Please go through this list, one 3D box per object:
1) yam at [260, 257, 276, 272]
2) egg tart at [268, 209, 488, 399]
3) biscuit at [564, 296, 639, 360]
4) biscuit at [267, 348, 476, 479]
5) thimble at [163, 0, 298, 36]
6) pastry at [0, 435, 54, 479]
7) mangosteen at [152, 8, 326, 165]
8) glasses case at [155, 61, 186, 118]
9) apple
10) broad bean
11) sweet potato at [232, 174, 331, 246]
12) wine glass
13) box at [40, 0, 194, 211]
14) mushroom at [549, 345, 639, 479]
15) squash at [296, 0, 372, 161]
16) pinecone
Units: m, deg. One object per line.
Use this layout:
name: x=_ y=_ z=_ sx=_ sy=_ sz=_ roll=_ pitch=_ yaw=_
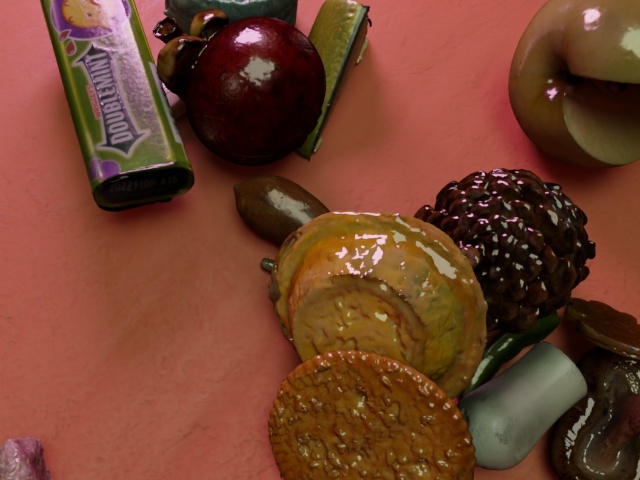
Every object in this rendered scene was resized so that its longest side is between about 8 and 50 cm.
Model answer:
yam: x=-0.030 y=0.051 z=0.883 sx=0.116 sy=0.021 sz=0.021 roll=21 pitch=64 yaw=1
egg tart: x=0.058 y=0.095 z=0.753 sx=0.288 sy=0.288 sz=0.118 roll=39 pitch=27 yaw=8
biscuit: x=0.409 y=0.125 z=0.866 sx=0.124 sy=0.175 sz=0.026 roll=10 pitch=106 yaw=-5
biscuit: x=0.053 y=0.242 z=0.712 sx=0.254 sy=0.254 sz=0.035 roll=38 pitch=24 yaw=8
thimble: x=-0.144 y=-0.395 z=1.001 sx=0.235 sy=0.143 sz=0.198 roll=-29 pitch=73 yaw=-19
pastry: x=-0.297 y=0.346 z=0.658 sx=0.112 sy=0.103 sz=0.265 roll=-34 pitch=73 yaw=-15
mangosteen: x=-0.120 y=-0.224 z=0.875 sx=0.257 sy=0.215 sz=0.215 roll=28 pitch=62 yaw=-17
glasses case: x=-0.247 y=-0.223 z=0.953 sx=0.083 sy=0.050 sz=0.196 roll=43 pitch=66 yaw=8
apple: x=0.450 y=-0.259 z=0.969 sx=0.254 sy=0.292 sz=0.292 roll=-12 pitch=68 yaw=-27
broad bean: x=0.262 y=0.161 z=0.875 sx=0.227 sy=0.039 sz=0.069 roll=-40 pitch=111 yaw=-20
sweet potato: x=0.001 y=0.000 z=0.868 sx=0.292 sy=0.097 sz=0.097 roll=36 pitch=64 yaw=13
wine glass: x=0.226 y=0.230 z=0.787 sx=0.231 sy=0.103 sz=0.103 roll=-36 pitch=76 yaw=-16
box: x=-0.286 y=-0.213 z=0.859 sx=0.134 sy=0.097 sz=0.346 roll=-16 pitch=70 yaw=-14
mushroom: x=0.405 y=0.215 z=0.777 sx=0.148 sy=0.217 sz=0.227 roll=24 pitch=64 yaw=2
squash: x=-0.002 y=-0.262 z=1.033 sx=0.093 sy=0.169 sz=0.252 roll=21 pitch=97 yaw=3
pinecone: x=0.252 y=0.009 z=0.849 sx=0.272 sy=0.224 sz=0.224 roll=-18 pitch=66 yaw=-51
